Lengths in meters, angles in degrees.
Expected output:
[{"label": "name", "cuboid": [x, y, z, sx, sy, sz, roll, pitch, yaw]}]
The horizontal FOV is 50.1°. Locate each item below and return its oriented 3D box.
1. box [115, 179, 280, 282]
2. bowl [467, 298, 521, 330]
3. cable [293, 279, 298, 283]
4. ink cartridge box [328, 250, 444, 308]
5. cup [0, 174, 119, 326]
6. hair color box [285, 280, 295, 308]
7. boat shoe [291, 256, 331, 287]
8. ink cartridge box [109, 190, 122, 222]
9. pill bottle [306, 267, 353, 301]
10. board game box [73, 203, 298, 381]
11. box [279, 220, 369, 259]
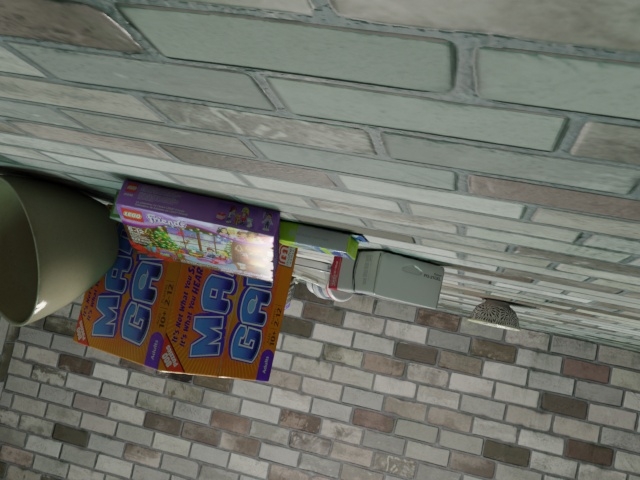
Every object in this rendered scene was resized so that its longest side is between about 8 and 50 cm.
[{"label": "box", "cuboid": [-0.224, -0.012, 1.303, 0.293, 0.057, 0.201, 12, 151, 2]}, {"label": "bowl", "cuboid": [0.560, 0.233, 2.183, 0.170, 0.080, 0.170, 12, 174, 1]}, {"label": "cable", "cuboid": [-0.207, 0.092, 2.437, 0.287, 0.072, 0.139, 14, 168, -11]}, {"label": "ink cartridge box", "cuboid": [0.148, 0.089, 1.590, 0.171, 0.100, 0.237, 14, 174, -23]}, {"label": "cup", "cuboid": [-0.606, 0.007, 1.559, 0.331, 0.331, 0.236, 6, -167, 43]}, {"label": "hair color box", "cuboid": [-0.275, 0.139, 2.218, 0.338, 0.110, 0.185, 22, -154, 20]}, {"label": "boat shoe", "cuboid": [-0.099, 0.095, 2.177, 0.267, 0.088, 0.096, 11, 174, 10]}, {"label": "ink cartridge box", "cuboid": [-0.323, -0.049, 1.445, 0.209, 0.062, 0.109, 9, 172, 19]}, {"label": "pill bottle", "cuboid": [0.030, 0.142, 2.261, 0.107, 0.108, 0.180, 15, 174, -28]}, {"label": "board game box", "cuboid": [-0.332, 0.131, 1.717, 0.356, 0.357, 0.356, 6, 172, 40]}, {"label": "box", "cuboid": [0.000, 0.000, 1.359, 0.178, 0.043, 0.109, 11, 174, 14]}]
